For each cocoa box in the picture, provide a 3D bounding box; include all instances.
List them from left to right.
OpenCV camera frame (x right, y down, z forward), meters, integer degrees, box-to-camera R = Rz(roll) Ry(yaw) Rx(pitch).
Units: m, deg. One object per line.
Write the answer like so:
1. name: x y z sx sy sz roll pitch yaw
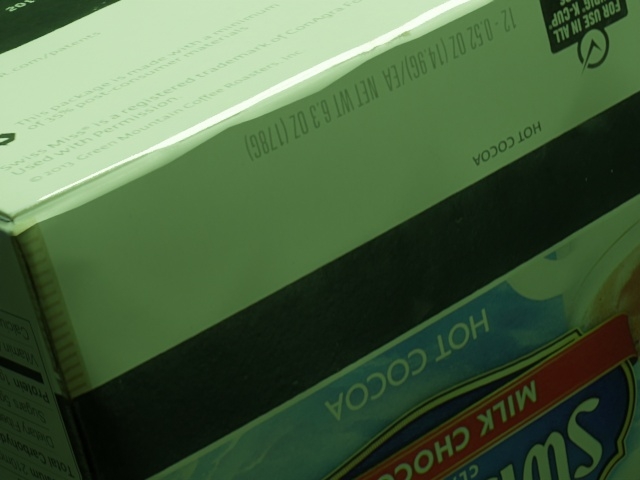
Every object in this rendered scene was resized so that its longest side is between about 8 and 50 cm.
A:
1. cocoa box: 0.000 0.000 0.757 0.347 0.228 0.231 -29 28 -29
